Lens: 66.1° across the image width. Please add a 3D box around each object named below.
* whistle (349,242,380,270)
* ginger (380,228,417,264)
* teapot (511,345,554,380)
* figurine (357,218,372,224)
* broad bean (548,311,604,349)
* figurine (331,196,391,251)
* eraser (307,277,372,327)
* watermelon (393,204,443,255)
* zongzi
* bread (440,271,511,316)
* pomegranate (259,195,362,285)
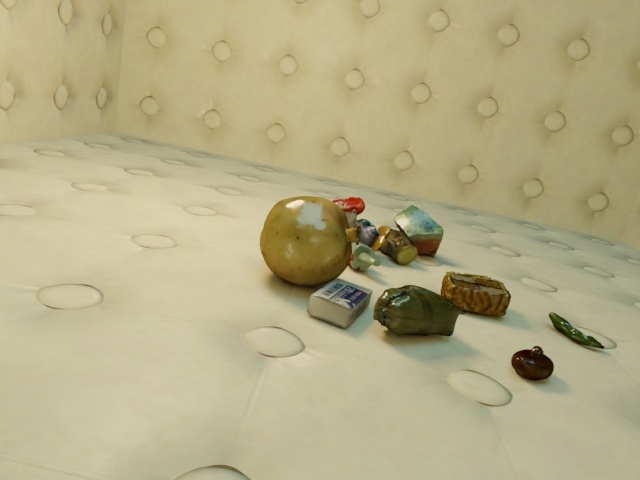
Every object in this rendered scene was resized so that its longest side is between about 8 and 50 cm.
[{"bbox_3d":[0.138,0.054,1.812,0.101,0.106,0.253,-15,19,-27],"label":"whistle"},{"bbox_3d":[0.313,0.014,2.065,0.116,0.109,0.263,7,17,-24],"label":"ginger"},{"bbox_3d":[0.546,0.310,1.266,0.129,0.078,0.098,-1,20,-37],"label":"teapot"},{"bbox_3d":[0.147,-0.035,2.141,0.132,0.132,0.153,3,5,-29],"label":"figurine"},{"bbox_3d":[0.808,0.293,1.579,0.061,0.046,0.195,14,16,-41],"label":"broad bean"},{"bbox_3d":[0.128,-0.074,1.952,0.257,0.208,0.181,38,-16,-15],"label":"figurine"},{"bbox_3d":[0.060,0.173,1.408,0.124,0.068,0.210,17,16,20],"label":"eraser"},{"bbox_3d":[0.438,-0.008,2.176,0.140,0.257,0.193,-35,55,-8],"label":"watermelon"},{"bbox_3d":[0.220,0.176,1.412,0.251,0.125,0.274,10,12,-32],"label":"zongzi"},{"bbox_3d":[0.518,0.180,1.666,0.222,0.096,0.181,10,16,-1],"label":"bread"},{"bbox_3d":[-0.027,0.000,1.541,0.319,0.319,0.319,11,16,-3],"label":"pomegranate"}]
